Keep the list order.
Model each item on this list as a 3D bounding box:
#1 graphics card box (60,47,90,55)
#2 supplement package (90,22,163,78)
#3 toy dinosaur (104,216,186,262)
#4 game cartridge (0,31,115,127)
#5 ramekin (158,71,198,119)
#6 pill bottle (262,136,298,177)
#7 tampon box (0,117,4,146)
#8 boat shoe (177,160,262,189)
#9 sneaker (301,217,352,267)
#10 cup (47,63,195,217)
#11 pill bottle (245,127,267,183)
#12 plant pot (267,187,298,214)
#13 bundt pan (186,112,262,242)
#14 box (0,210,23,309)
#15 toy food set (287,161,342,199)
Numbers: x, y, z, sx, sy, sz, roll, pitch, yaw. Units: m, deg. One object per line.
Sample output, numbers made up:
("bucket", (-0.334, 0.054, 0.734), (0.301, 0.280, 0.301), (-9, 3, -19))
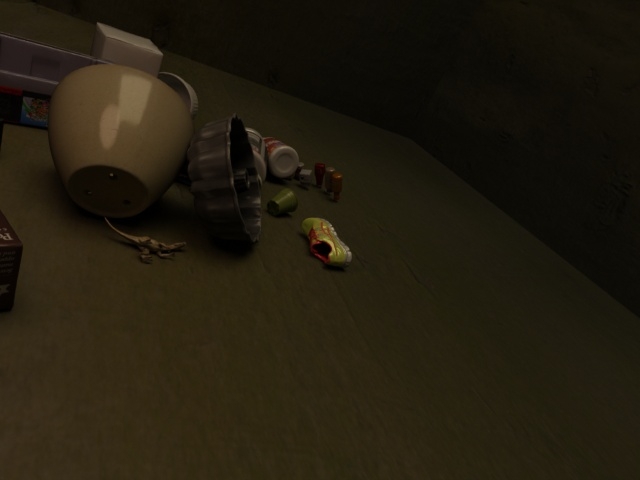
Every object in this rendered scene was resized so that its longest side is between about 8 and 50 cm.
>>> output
("graphics card box", (-0.820, -0.641, 1.894), (0.371, 0.094, 0.233), (-1, 35, -43))
("supplement package", (-0.651, -0.514, 1.545), (0.175, 0.292, 0.177), (6, 30, -38))
("toy dinosaur", (-0.386, 0.008, 1.049), (0.183, 0.053, 0.093), (19, 8, -31))
("game cartridge", (-0.776, -0.429, 1.327), (0.355, 0.230, 0.068), (1, 26, -42))
("ramekin", (-0.548, -0.502, 1.747), (0.207, 0.207, 0.109), (26, 14, 1))
("pill bottle", (-0.179, -0.321, 1.805), (0.121, 0.121, 0.216), (8, 18, -34))
("tampon box", (-0.811, -0.231, 1.044), (0.121, 0.101, 0.161), (25, 24, 0))
("boat shoe", (-0.345, -0.198, 1.406), (0.340, 0.127, 0.113), (25, 37, -6))
("sneaker", (0.000, 0.000, 1.384), (0.094, 0.081, 0.208), (-2, 36, -43))
("cup", (-0.465, -0.193, 1.097), (0.331, 0.331, 0.236), (13, 47, -25))
("pill bottle", (-0.259, -0.275, 1.598), (0.161, 0.161, 0.283), (19, 24, -14))
("plant pot", (-0.127, -0.116, 1.515), (0.083, 0.083, 0.079), (33, 37, 17))
("bundt pan", (-0.244, -0.146, 1.210), (0.124, 0.330, 0.331), (-8, 26, 3))
("box", (-0.653, -0.038, 0.760), (0.381, 0.143, 0.191), (41, 28, 28))
("toy food set", (-0.026, -0.234, 1.861), (0.232, 0.104, 0.111), (7, 34, 9))
